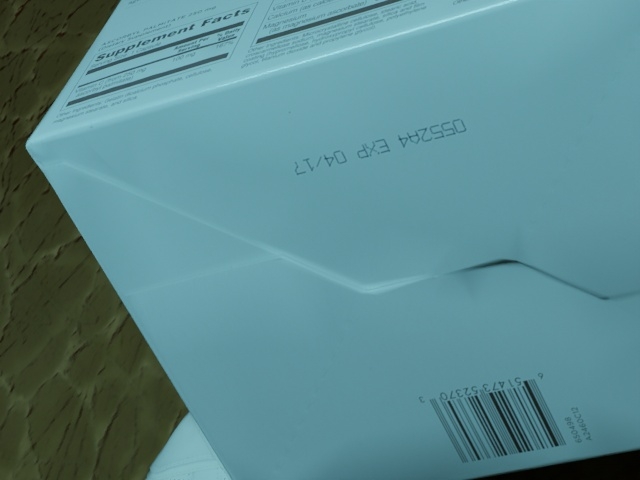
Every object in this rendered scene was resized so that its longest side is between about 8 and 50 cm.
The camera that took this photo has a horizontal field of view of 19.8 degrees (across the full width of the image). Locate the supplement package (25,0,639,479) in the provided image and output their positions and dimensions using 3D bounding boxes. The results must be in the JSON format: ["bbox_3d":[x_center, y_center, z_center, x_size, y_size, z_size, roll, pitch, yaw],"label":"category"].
[{"bbox_3d":[0.061,-0.027,0.731,0.261,0.204,0.145,-13,31,26],"label":"supplement package"}]

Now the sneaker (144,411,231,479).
[{"bbox_3d":[-0.036,0.196,0.820,0.169,0.108,0.292,-50,28,8],"label":"sneaker"}]
